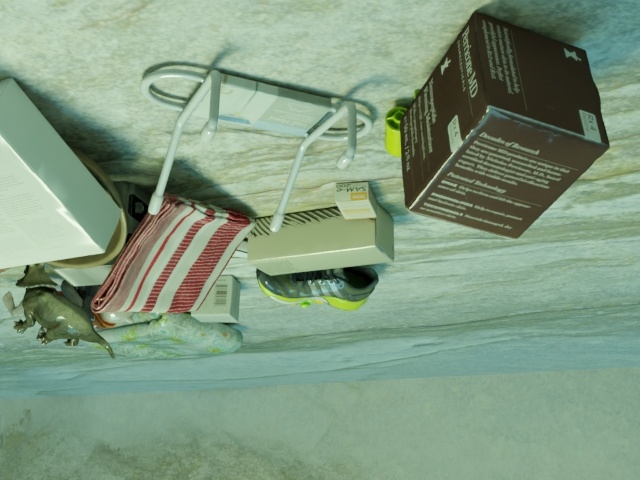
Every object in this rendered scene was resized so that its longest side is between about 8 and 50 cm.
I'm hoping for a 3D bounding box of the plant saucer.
[{"bbox_3d":[-0.442,-0.066,1.449,0.278,0.041,0.277,9,132,10],"label":"plant saucer"}]

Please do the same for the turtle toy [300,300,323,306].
[{"bbox_3d":[-0.035,0.117,2.094,0.095,0.066,0.130,-5,-156,18],"label":"turtle toy"}]

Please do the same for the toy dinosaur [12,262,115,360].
[{"bbox_3d":[-0.581,0.170,1.953,0.313,0.121,0.160,48,139,-4],"label":"toy dinosaur"}]

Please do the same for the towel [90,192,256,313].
[{"bbox_3d":[-0.254,0.037,1.609,0.037,0.237,0.329,38,-170,21],"label":"towel"}]

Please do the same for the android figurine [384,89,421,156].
[{"bbox_3d":[0.218,-0.162,1.306,0.248,0.056,0.273,0,160,2],"label":"android figurine"}]

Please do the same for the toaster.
[{"bbox_3d":[-0.402,-0.011,1.606,0.186,0.168,0.110,-4,159,10],"label":"toaster"}]

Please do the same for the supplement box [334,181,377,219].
[{"bbox_3d":[0.065,-0.072,1.607,0.062,0.036,0.098,-3,162,11],"label":"supplement box"}]

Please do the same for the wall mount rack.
[{"bbox_3d":[-0.107,-0.128,1.295,0.350,0.130,0.304,9,160,-22],"label":"wall mount rack"}]

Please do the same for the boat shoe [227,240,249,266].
[{"bbox_3d":[-0.260,0.047,1.893,0.268,0.088,0.096,2,161,-3],"label":"boat shoe"}]

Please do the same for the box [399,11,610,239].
[{"bbox_3d":[0.219,-0.136,1.101,0.167,0.168,0.203,14,141,-17],"label":"box"}]

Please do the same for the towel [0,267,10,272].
[{"bbox_3d":[-0.754,0.005,1.751,0.272,0.040,0.370,-25,153,18],"label":"towel"}]

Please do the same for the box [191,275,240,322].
[{"bbox_3d":[-0.256,0.145,2.170,0.102,0.101,0.087,-1,162,11],"label":"box"}]

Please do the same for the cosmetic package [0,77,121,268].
[{"bbox_3d":[-0.543,-0.080,1.355,0.378,0.097,0.284,-8,138,24],"label":"cosmetic package"}]

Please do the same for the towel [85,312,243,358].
[{"bbox_3d":[-0.469,0.286,2.627,0.375,0.090,0.321,-14,158,36],"label":"towel"}]

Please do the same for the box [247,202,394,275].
[{"bbox_3d":[0.000,0.000,1.736,0.275,0.094,0.113,-7,161,21],"label":"box"}]

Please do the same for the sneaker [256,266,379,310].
[{"bbox_3d":[-0.003,0.080,2.000,0.300,0.111,0.121,7,147,-28],"label":"sneaker"}]

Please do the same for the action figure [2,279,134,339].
[{"bbox_3d":[-0.551,0.168,2.148,0.330,0.178,0.341,-3,163,40],"label":"action figure"}]
